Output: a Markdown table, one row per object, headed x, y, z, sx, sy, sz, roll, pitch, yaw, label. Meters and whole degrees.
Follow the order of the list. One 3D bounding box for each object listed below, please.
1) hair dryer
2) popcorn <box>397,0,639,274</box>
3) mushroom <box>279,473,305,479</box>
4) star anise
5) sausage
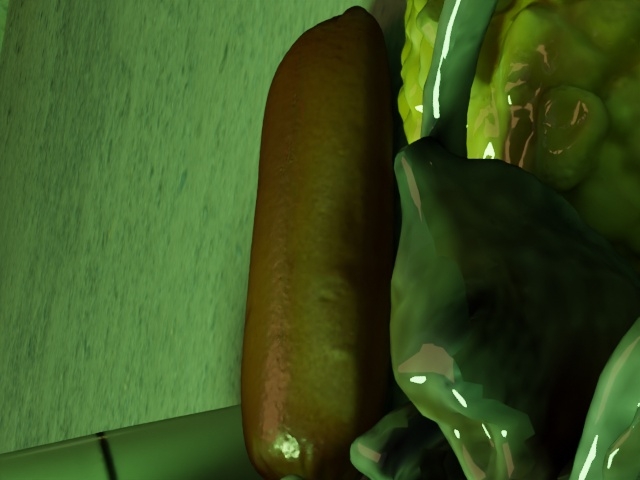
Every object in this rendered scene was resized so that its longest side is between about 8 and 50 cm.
| x | y | z | sx | sy | sz | roll | pitch | yaw | label |
| --- | --- | --- | --- | --- | --- | --- | --- | --- | --- |
| -0.103 | 0.295 | 1.120 | 0.128 | 0.203 | 0.362 | -167 | 67 | -76 | hair dryer |
| 0.097 | -0.048 | 0.674 | 0.163 | 0.140 | 0.194 | 120 | 151 | -61 | popcorn |
| -0.057 | 0.218 | 0.934 | 0.243 | 0.243 | 0.244 | -172 | 90 | -72 | mushroom |
| 0.110 | 0.088 | 0.548 | 0.316 | 0.139 | 0.359 | 46 | 130 | 31 | star anise |
| 0.000 | 0.000 | 1.039 | 0.089 | 0.083 | 0.300 | 108 | 165 | -65 | sausage |
